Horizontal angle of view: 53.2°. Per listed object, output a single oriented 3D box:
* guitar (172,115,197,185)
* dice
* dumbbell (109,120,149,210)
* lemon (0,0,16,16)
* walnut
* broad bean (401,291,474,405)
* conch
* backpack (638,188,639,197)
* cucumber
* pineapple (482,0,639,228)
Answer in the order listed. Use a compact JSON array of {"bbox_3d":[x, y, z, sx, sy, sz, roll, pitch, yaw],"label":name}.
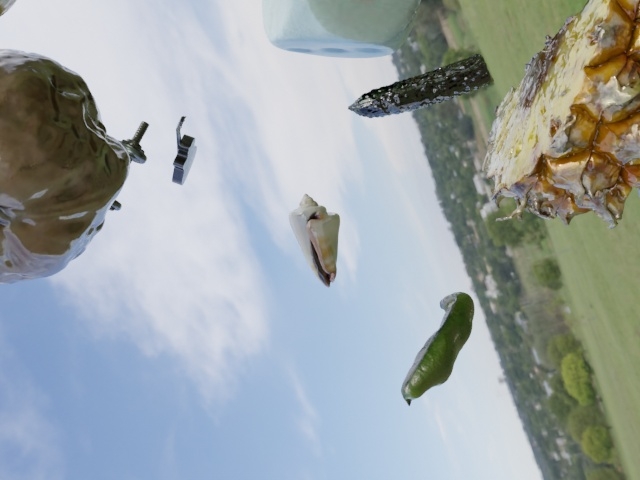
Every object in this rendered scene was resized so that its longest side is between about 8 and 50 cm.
[{"bbox_3d":[-0.263,-0.180,1.227,0.233,0.025,0.088,125,164,-70],"label":"guitar"},{"bbox_3d":[0.036,-0.523,1.307,0.262,0.268,0.265,-157,68,-66],"label":"dice"},{"bbox_3d":[-0.419,-0.134,1.313,0.254,0.081,0.081,-65,-30,-11],"label":"dumbbell"},{"bbox_3d":[-0.326,-0.262,0.505,0.192,0.231,0.192,12,-112,-33],"label":"lemon"},{"bbox_3d":[-0.349,-0.087,0.741,0.273,0.227,0.273,-25,-90,-88],"label":"walnut"},{"bbox_3d":[0.145,0.114,0.742,0.046,0.061,0.195,41,-144,-4],"label":"broad bean"},{"bbox_3d":[-0.009,0.001,1.191,0.094,0.104,0.176,2,-93,-40],"label":"conch"},{"bbox_3d":[0.353,-0.071,0.538,0.120,0.165,0.106,59,-155,7],"label":"backpack"},{"bbox_3d":[0.202,-0.305,1.312,0.072,0.300,0.072,-17,-90,-79],"label":"cucumber"},{"bbox_3d":[0.173,-0.068,0.436,0.233,0.079,0.135,111,176,-81],"label":"pineapple"}]
